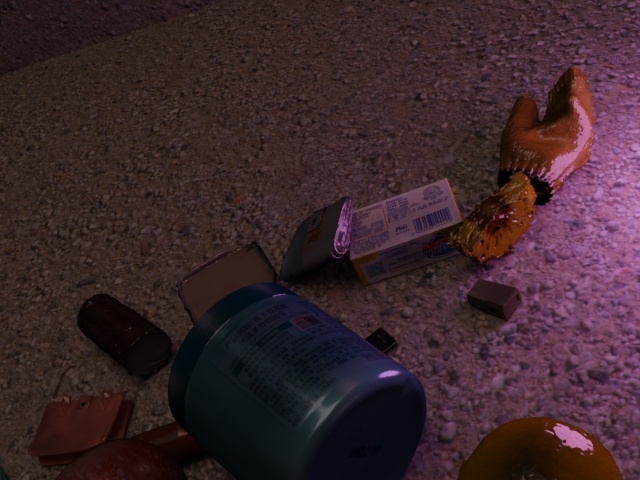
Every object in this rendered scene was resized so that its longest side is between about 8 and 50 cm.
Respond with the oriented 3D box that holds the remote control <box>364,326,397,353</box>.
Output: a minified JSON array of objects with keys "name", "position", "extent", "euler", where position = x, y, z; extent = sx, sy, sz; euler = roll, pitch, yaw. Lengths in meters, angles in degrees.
[{"name":"remote control","position":[0.051,0.270,1.670],"extent":[0.245,0.025,0.063],"euler":[-37,42,-12]}]

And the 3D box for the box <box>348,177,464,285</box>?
[{"name":"box","position":[0.192,-0.020,1.846],"extent":[0.265,0.097,0.168],"euler":[-20,40,8]}]

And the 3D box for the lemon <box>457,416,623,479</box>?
[{"name":"lemon","position":[0.323,0.400,1.212],"extent":[0.260,0.261,0.284],"euler":[-11,22,18]}]

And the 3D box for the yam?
[{"name":"yam","position":[-0.472,0.220,1.935],"extent":[0.279,0.131,0.131],"euler":[23,60,44]}]

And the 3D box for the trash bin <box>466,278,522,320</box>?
[{"name":"trash bin","position":[0.352,0.117,1.658],"extent":[0.092,0.043,0.061],"euler":[18,57,44]}]

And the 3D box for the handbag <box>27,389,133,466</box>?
[{"name":"handbag","position":[-0.530,0.412,1.810],"extent":[0.212,0.059,0.157],"euler":[-11,43,19]}]

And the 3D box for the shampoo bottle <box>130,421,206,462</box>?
[{"name":"shampoo bottle","position":[-0.266,0.403,1.660],"extent":[0.244,0.085,0.085],"euler":[-18,41,8]}]

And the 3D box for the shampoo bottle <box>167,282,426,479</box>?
[{"name":"shampoo bottle","position":[-0.038,0.291,1.441],"extent":[0.342,0.331,0.331],"euler":[29,65,39]}]

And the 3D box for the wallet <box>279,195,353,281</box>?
[{"name":"wallet","position":[0.000,0.000,1.879],"extent":[0.231,0.069,0.170],"euler":[-28,39,50]}]

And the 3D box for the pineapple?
[{"name":"pineapple","position":[0.378,-0.026,1.735],"extent":[0.233,0.135,0.079],"euler":[-43,51,-5]}]

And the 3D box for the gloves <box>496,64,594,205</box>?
[{"name":"gloves","position":[0.518,-0.237,1.855],"extent":[0.203,0.155,0.357],"euler":[9,67,44]}]

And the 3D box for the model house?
[{"name":"model house","position":[-0.146,0.175,1.710],"extent":[0.202,0.237,0.237],"euler":[-30,36,-7]}]

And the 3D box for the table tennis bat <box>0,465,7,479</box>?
[{"name":"table tennis bat","position":[-0.661,0.564,1.739],"extent":[0.149,0.038,0.237],"euler":[-41,46,-14]}]

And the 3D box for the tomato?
[{"name":"tomato","position":[-0.369,0.481,1.482],"extent":[0.270,0.270,0.227],"euler":[-28,71,-2]}]
